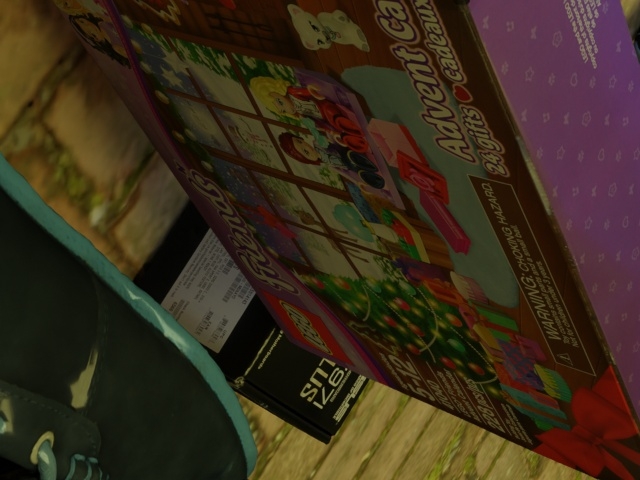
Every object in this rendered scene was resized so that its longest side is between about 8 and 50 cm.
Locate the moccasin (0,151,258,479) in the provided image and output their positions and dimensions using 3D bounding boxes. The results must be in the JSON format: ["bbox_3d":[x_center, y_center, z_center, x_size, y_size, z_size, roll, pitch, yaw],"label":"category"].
[{"bbox_3d":[-0.136,0.044,0.430,0.342,0.137,0.117,52,54,-49],"label":"moccasin"}]

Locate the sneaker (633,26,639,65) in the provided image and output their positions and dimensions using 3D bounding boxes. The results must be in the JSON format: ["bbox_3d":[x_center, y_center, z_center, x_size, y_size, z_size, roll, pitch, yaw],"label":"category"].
[{"bbox_3d":[0.321,-0.210,1.076,0.232,0.081,0.090,-50,151,-38],"label":"sneaker"}]

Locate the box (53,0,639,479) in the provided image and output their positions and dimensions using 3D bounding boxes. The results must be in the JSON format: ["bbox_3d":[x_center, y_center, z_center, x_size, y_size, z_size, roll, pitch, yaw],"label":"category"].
[{"bbox_3d":[0.016,-0.036,0.442,0.057,0.201,0.293,-51,136,-20],"label":"box"}]

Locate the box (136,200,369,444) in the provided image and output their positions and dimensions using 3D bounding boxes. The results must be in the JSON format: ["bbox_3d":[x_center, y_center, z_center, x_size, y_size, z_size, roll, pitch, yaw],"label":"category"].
[{"bbox_3d":[0.000,0.000,0.681,0.180,0.077,0.147,-58,155,-8],"label":"box"}]
